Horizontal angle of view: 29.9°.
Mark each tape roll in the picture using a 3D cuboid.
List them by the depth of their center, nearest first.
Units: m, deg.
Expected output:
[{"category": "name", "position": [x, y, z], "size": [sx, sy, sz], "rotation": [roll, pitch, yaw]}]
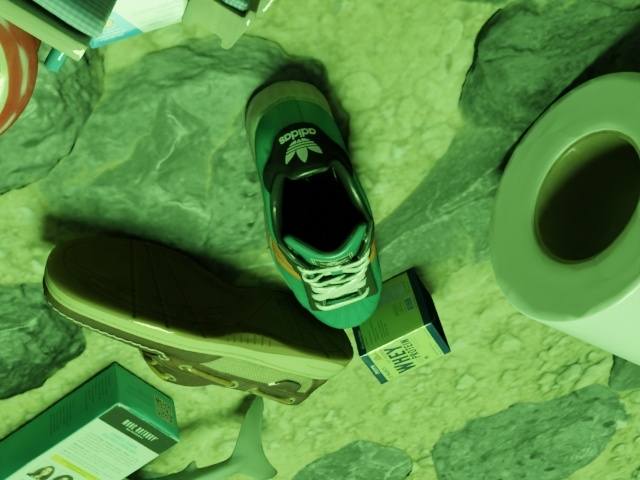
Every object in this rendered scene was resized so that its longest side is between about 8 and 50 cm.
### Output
[{"category": "tape roll", "position": [0.301, -0.013, 1.117], "size": [0.169, 0.246, 0.246], "rotation": [24, 122, -32]}]

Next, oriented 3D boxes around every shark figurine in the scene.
[{"category": "shark figurine", "position": [-0.189, 0.272, 1.353], "size": [0.278, 0.116, 0.166], "rotation": [-34, 166, 27]}]

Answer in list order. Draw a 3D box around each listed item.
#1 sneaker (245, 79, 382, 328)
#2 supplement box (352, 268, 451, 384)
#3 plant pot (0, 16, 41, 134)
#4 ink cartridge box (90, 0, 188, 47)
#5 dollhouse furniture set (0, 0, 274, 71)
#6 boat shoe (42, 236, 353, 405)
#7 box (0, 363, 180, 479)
[{"category": "sneaker", "position": [0.000, 0.000, 1.131], "size": [0.108, 0.121, 0.302], "rotation": [-18, 134, 2]}, {"category": "supplement box", "position": [0.081, 0.091, 1.263], "size": [0.083, 0.083, 0.056], "rotation": [-27, 132, 11]}, {"category": "plant pot", "position": [-0.291, -0.162, 0.868], "size": [0.191, 0.174, 0.191], "rotation": [-9, 136, -9]}, {"category": "ink cartridge box", "position": [-0.160, -0.222, 0.929], "size": [0.088, 0.052, 0.122], "rotation": [-17, 132, 0]}, {"category": "dollhouse furniture set", "position": [-0.116, -0.237, 0.695], "size": [0.286, 0.303, 0.198], "rotation": [31, 122, -13]}, {"category": "boat shoe", "position": [-0.131, 0.098, 1.192], "size": [0.342, 0.123, 0.123], "rotation": [17, 124, -36]}, {"category": "box", "position": [-0.280, 0.238, 1.316], "size": [0.244, 0.060, 0.100], "rotation": [-34, 132, 16]}]
